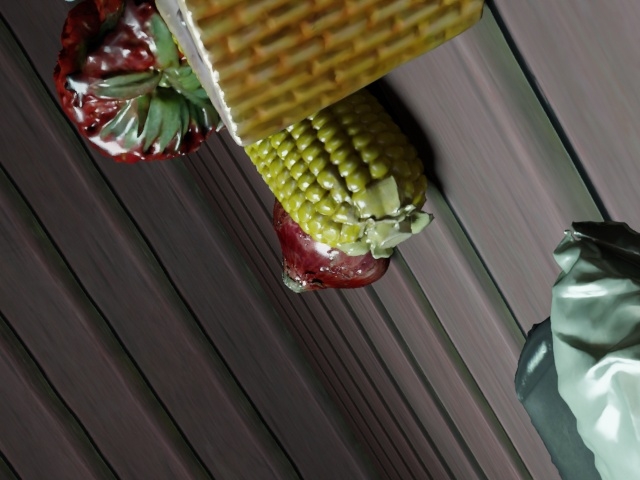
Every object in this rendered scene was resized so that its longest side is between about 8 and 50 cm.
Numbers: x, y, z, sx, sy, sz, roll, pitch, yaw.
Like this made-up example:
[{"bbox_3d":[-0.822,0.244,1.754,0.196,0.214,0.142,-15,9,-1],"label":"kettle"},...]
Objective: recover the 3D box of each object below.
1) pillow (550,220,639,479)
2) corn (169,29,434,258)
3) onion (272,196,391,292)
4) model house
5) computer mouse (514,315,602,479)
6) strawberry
[{"bbox_3d":[0.237,0.135,0.365,0.283,0.138,0.310,13,131,60],"label":"pillow"},{"bbox_3d":[-0.035,-0.144,0.823,0.387,0.144,0.144,52,168,18],"label":"corn"},{"bbox_3d":[0.000,0.000,1.072,0.184,0.147,0.184,43,175,5],"label":"onion"},{"bbox_3d":[-0.046,-0.204,0.530,0.237,0.202,0.237,62,168,-20],"label":"model house"},{"bbox_3d":[0.259,0.180,0.615,0.168,0.087,0.295,98,148,-59],"label":"computer mouse"},{"bbox_3d":[-0.215,-0.241,1.044,0.258,0.261,0.261,51,168,42],"label":"strawberry"}]
